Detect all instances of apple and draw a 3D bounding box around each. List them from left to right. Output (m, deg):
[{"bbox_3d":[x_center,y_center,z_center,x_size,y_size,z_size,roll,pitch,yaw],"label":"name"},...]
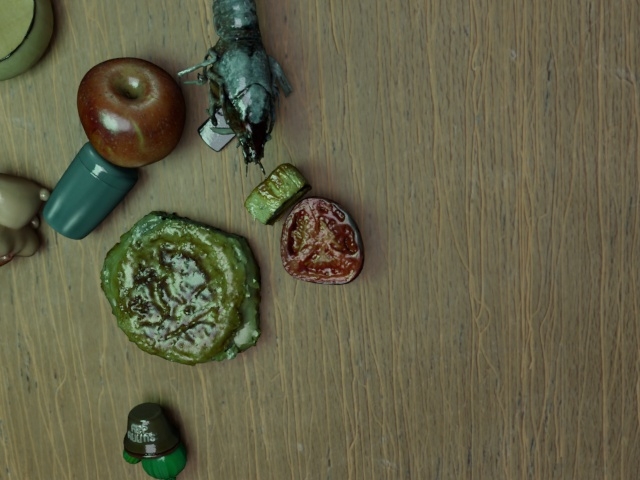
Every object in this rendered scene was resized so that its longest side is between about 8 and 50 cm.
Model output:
[{"bbox_3d":[-0.352,-0.234,1.259,0.201,0.162,0.201,7,63,-13],"label":"apple"}]

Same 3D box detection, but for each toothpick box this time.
[{"bbox_3d":[-0.456,-0.093,1.323,0.120,0.120,0.184,40,104,-6],"label":"toothpick box"}]

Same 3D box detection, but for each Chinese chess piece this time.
[{"bbox_3d":[-0.629,-0.421,1.249,0.250,0.103,0.250,0,90,-5],"label":"Chinese chess piece"}]

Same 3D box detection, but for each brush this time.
[{"bbox_3d":[-0.158,-0.258,1.326,0.193,0.016,0.063,-42,97,10],"label":"brush"}]

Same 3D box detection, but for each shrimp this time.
[{"bbox_3d":[-0.154,-0.323,1.233,0.221,0.166,0.410,-8,104,-24],"label":"shrimp"}]

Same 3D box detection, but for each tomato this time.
[{"bbox_3d":[0.007,-0.005,1.337,0.166,0.082,0.174,5,105,2],"label":"tomato"}]

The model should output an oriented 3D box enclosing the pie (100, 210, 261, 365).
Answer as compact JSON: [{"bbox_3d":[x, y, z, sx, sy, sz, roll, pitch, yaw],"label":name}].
[{"bbox_3d":[-0.278,0.102,1.364,0.354,0.103,0.288,20,96,0],"label":"pie"}]

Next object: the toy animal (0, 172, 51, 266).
[{"bbox_3d":[-0.639,-0.035,1.324,0.171,0.171,0.198,25,99,-3],"label":"toy animal"}]

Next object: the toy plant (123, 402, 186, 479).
[{"bbox_3d":[-0.360,0.444,1.440,0.143,0.105,0.200,0,113,11],"label":"toy plant"}]

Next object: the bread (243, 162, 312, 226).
[{"bbox_3d":[-0.082,-0.085,1.297,0.128,0.140,0.069,-43,89,5],"label":"bread"}]
